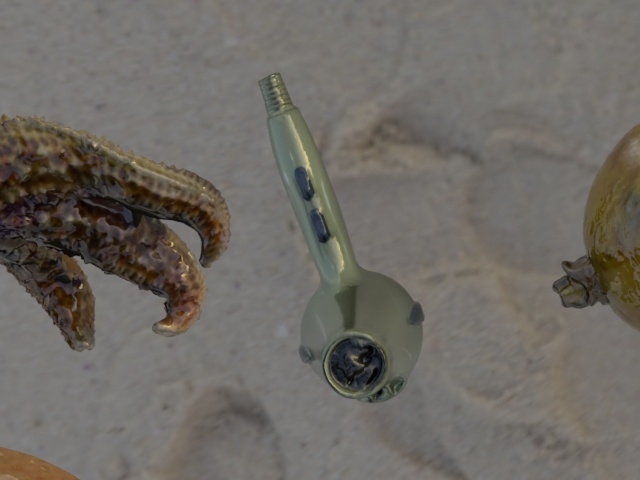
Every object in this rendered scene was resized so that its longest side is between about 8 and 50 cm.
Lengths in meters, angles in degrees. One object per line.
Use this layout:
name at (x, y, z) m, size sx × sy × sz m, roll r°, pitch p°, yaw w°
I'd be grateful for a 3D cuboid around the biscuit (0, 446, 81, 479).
biscuit at (-0.212, 0.353, 1.751) m, size 0.350 × 0.078 × 0.455 m, roll -14°, pitch 121°, yaw 40°

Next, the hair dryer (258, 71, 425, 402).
hair dryer at (0.010, 0.031, 1.693) m, size 0.119 × 0.296 × 0.298 m, roll -22°, pitch 114°, yaw 4°

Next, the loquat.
loquat at (0.306, -0.002, 1.609) m, size 0.246 × 0.213 × 0.213 m, roll -24°, pitch 89°, yaw 6°

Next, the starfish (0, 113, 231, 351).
starfish at (-0.155, -0.030, 0.870) m, size 0.238 × 0.071 × 0.216 m, roll 9°, pitch 145°, yaw -1°
